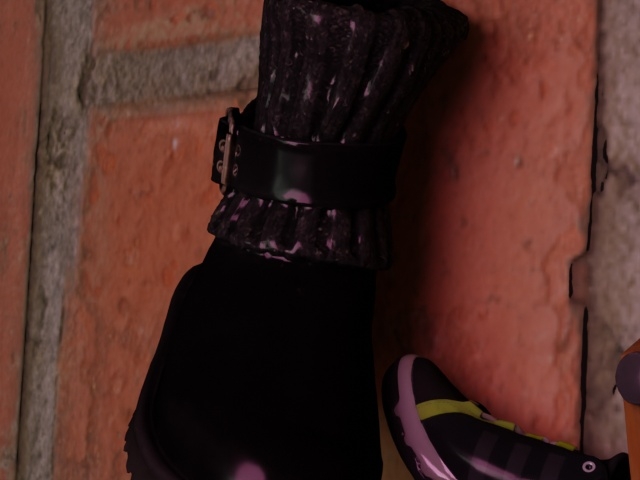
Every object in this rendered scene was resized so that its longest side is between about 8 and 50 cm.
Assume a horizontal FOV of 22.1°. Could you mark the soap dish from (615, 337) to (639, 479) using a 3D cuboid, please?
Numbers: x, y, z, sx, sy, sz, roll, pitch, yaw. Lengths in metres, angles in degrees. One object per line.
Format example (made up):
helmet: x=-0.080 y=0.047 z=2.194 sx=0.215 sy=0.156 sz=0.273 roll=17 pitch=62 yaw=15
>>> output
soap dish: x=0.259 y=0.125 z=0.675 sx=0.291 sy=0.118 sz=0.229 roll=-14 pitch=76 yaw=45

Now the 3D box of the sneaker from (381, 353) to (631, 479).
sneaker: x=0.123 y=0.138 z=0.873 sx=0.097 sy=0.084 sz=0.235 roll=-40 pitch=55 yaw=8

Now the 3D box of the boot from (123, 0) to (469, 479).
boot: x=-0.004 y=-0.002 z=0.888 sx=0.348 sy=0.131 sz=0.260 roll=-105 pitch=37 yaw=-64
